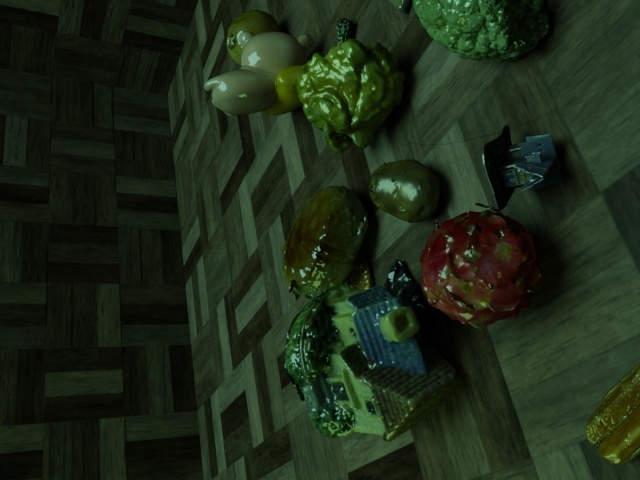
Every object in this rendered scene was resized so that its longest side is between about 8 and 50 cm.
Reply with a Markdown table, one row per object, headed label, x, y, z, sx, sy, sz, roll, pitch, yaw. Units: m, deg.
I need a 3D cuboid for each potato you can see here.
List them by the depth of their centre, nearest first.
| label | x | y | z | sx | sy | sz | roll | pitch | yaw |
| --- | --- | --- | --- | --- | --- | --- | --- | --- | --- |
| potato | 0.190 | -0.110 | 1.339 | 0.175 | 0.137 | 0.137 | 30 | 116 | 37 |

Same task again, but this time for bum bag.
| label | x | y | z | sx | sy | sz | roll | pitch | yaw |
| --- | --- | --- | --- | --- | --- | --- | --- | --- | --- |
| bum bag | 0.191 | 0.133 | 1.384 | 0.087 | 0.049 | 0.198 | -61 | 36 | 33 |

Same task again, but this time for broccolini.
| label | x | y | z | sx | sy | sz | roll | pitch | yaw |
| --- | --- | --- | --- | --- | --- | --- | --- | --- | --- |
| broccolini | 0.063 | -0.505 | 1.720 | 0.051 | 0.054 | 0.239 | 13 | 106 | 36 |

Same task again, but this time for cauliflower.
| label | x | y | z | sx | sy | sz | roll | pitch | yaw |
| --- | --- | --- | --- | --- | --- | --- | --- | --- | --- |
| cauliflower | 0.296 | -0.458 | 1.091 | 0.250 | 0.275 | 0.272 | -42 | 22 | 11 |

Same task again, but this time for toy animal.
| label | x | y | z | sx | sy | sz | roll | pitch | yaw |
| --- | --- | --- | --- | --- | --- | --- | --- | --- | --- |
| toy animal | -0.177 | -0.528 | 1.914 | 0.277 | 0.344 | 0.247 | 11 | -111 | -84 |

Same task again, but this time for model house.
| label | x | y | z | sx | sy | sz | roll | pitch | yaw |
| --- | --- | --- | --- | --- | --- | --- | --- | --- | --- |
| model house | 0.347 | -0.132 | 1.022 | 0.088 | 0.167 | 0.117 | -9 | 107 | 36 |
| model house | 0.106 | 0.253 | 1.255 | 0.266 | 0.261 | 0.321 | -18 | 93 | 58 |

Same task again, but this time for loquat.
| label | x | y | z | sx | sy | sz | roll | pitch | yaw |
| --- | --- | --- | --- | --- | --- | --- | --- | --- | --- |
| loquat | -0.228 | -0.698 | 2.154 | 0.213 | 0.213 | 0.213 | -12 | 76 | 62 |

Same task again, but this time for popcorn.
| label | x | y | z | sx | sy | sz | roll | pitch | yaw |
| --- | --- | --- | --- | --- | --- | --- | --- | --- | --- |
| popcorn | 0.077 | -0.358 | 1.472 | 0.250 | 0.242 | 0.235 | -18 | 32 | 53 |

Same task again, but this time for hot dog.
| label | x | y | z | sx | sy | sz | roll | pitch | yaw |
| --- | --- | --- | --- | --- | --- | --- | --- | --- | --- |
| hot dog | 0.455 | 0.223 | 0.840 | 0.092 | 0.062 | 0.236 | -112 | 34 | -40 |

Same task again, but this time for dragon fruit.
| label | x | y | z | sx | sy | sz | roll | pitch | yaw |
| --- | --- | --- | --- | --- | --- | --- | --- | --- | --- |
| dragon fruit | 0.270 | 0.050 | 1.075 | 0.205 | 0.210 | 0.268 | -64 | 18 | -9 |

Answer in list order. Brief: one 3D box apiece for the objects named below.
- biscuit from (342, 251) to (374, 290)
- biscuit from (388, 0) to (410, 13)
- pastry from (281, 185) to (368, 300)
| label | x | y | z | sx | sy | sz | roll | pitch | yaw |
| --- | --- | --- | --- | --- | --- | --- | --- | --- | --- |
| biscuit | 0.070 | 0.144 | 1.636 | 0.254 | 0.035 | 0.254 | -13 | 75 | 61 |
| biscuit | 0.172 | -0.688 | 1.525 | 0.141 | 0.038 | 0.290 | -66 | 33 | 34 |
| pastry | 0.000 | 0.000 | 1.624 | 0.330 | 0.136 | 0.330 | -48 | 31 | 40 |
